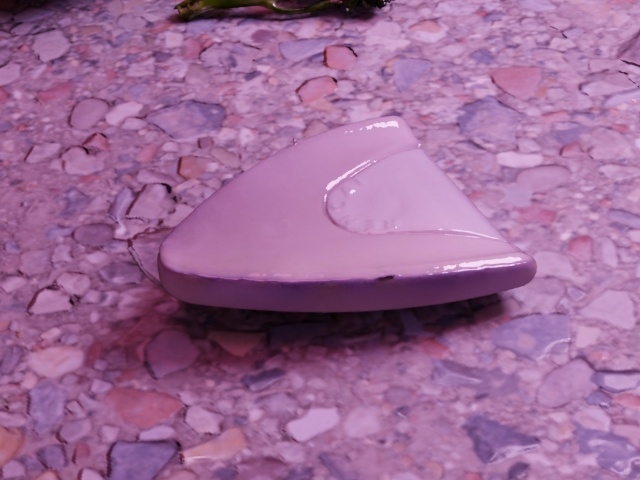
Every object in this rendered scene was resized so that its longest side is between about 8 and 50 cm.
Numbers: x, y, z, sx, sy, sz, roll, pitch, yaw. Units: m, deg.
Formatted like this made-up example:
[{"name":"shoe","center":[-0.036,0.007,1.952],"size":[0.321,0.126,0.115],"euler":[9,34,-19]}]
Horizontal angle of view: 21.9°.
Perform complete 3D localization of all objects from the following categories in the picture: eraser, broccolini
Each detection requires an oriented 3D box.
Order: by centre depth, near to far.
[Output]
[{"name":"eraser","center":[0.000,0.001,1.181],"size":[0.243,0.059,0.204],"euler":[-16,41,-19]},{"name":"broccolini","center":[-0.028,-0.218,1.474],"size":[0.201,0.058,0.074],"euler":[-16,24,10]}]
